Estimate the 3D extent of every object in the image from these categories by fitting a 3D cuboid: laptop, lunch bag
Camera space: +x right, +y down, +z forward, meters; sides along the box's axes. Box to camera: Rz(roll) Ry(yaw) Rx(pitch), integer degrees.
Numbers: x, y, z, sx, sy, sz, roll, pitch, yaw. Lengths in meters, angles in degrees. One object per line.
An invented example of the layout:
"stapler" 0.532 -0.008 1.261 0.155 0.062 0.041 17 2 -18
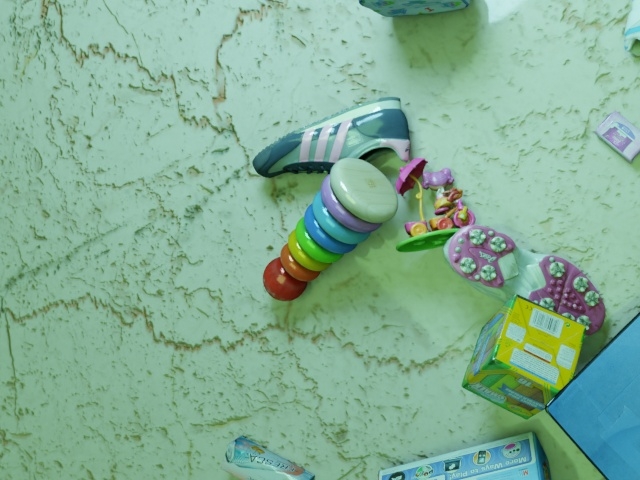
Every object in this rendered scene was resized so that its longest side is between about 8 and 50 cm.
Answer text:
"laptop" 0.625 0.270 1.069 0.382 0.408 0.236 -40 118 -13
"lunch bag" 0.169 -0.448 1.316 0.176 0.219 0.090 1 98 22

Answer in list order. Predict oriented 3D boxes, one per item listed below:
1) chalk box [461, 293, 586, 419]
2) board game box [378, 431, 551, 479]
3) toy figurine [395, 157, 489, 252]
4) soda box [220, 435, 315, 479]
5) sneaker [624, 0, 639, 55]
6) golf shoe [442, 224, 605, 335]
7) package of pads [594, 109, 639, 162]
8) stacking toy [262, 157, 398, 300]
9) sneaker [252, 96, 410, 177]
"chalk box" 0.333 0.208 1.286 0.132 0.213 0.132 25 62 5
"board game box" 0.242 0.497 1.275 0.308 0.302 0.086 -21 118 21
"toy figurine" 0.206 -0.076 1.381 0.173 0.130 0.159 -12 78 2
"soda box" -0.107 0.470 1.536 0.183 0.058 0.063 22 100 18
"sneaker" 0.584 -0.330 1.193 0.228 0.087 0.092 30 111 59
"golf shoe" 0.352 0.068 1.328 0.306 0.140 0.115 30 84 -4
"package of pads" 0.515 -0.177 1.290 0.083 0.032 0.050 45 104 14
"stacking toy" 0.000 0.000 1.427 0.141 0.141 0.330 50 127 13
"sneaker" 0.019 -0.159 1.440 0.319 0.112 0.131 -20 83 22
